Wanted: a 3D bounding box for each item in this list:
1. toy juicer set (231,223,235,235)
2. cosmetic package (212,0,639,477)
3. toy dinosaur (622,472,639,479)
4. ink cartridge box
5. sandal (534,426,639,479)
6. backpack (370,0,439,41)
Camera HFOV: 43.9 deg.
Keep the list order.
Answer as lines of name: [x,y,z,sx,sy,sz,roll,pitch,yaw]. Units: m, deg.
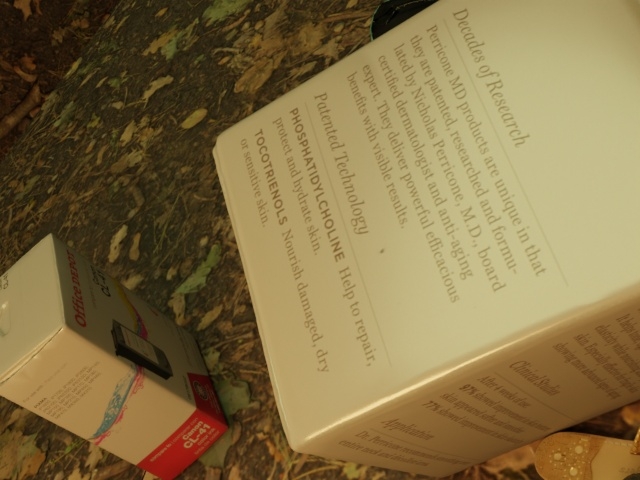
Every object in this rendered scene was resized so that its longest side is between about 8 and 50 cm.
toy juicer set: [0.000,0.000,1.068,0.329,0.209,0.089,-28,25,19]
cosmetic package: [0.172,-0.002,0.764,0.394,0.329,0.327,-28,59,19]
toy dinosaur: [0.363,0.225,0.627,0.268,0.064,0.118,-14,56,13]
ink cartridge box: [-0.293,0.165,1.099,0.131,0.306,0.226,-40,39,5]
sandal: [0.302,0.200,0.721,0.240,0.079,0.088,-8,51,37]
backpack: [0.174,-0.305,1.208,0.189,0.144,0.165,-4,52,11]
